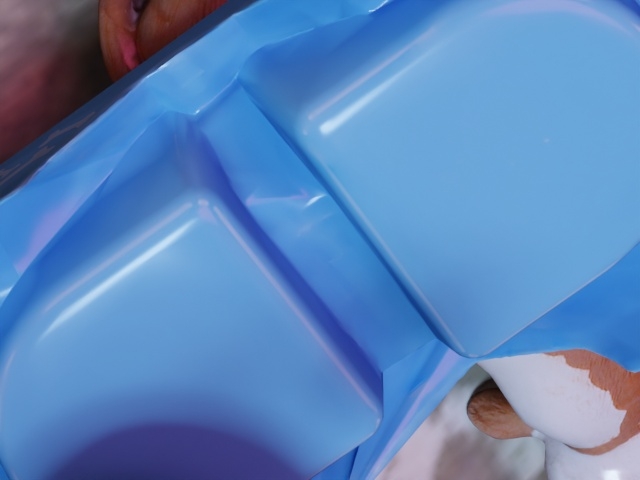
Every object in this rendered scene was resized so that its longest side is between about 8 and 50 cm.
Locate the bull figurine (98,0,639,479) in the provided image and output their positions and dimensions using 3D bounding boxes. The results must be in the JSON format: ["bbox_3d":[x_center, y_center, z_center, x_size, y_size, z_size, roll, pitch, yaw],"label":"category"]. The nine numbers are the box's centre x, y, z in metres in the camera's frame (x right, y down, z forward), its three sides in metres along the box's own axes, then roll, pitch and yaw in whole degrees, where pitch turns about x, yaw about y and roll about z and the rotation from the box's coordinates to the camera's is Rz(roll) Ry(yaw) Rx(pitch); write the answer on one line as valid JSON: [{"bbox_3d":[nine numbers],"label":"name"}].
[{"bbox_3d":[0.061,-0.038,0.707,0.310,0.101,0.188,37,64,-31],"label":"bull figurine"}]

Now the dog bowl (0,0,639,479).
[{"bbox_3d":[0.000,0.000,0.597,0.297,0.074,0.166,-36,115,4],"label":"dog bowl"}]
